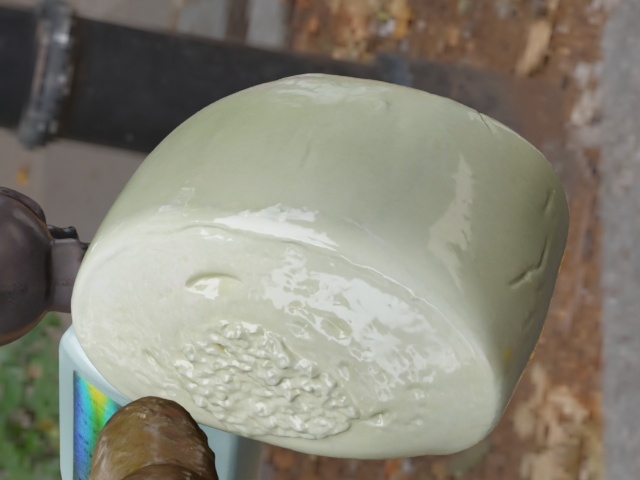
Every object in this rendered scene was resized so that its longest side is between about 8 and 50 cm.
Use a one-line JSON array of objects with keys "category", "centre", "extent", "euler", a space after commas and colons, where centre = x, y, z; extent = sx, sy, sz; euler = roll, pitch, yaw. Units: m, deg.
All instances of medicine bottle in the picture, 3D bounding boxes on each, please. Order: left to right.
[{"category": "medicine bottle", "centre": [-0.099, 0.134, 1.169], "extent": [0.083, 0.121, 0.229], "euler": [-55, -17, -39]}]

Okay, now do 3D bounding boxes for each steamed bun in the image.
[{"category": "steamed bun", "centre": [0.000, 0.000, 1.011], "extent": [0.200, 0.250, 0.155], "euler": [-61, -28, -46]}]

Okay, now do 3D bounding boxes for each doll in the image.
[{"category": "doll", "centre": [-0.287, 0.021, 1.320], "extent": [0.182, 0.257, 0.117], "euler": [-160, 67, -63]}]

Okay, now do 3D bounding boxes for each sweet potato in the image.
[{"category": "sweet potato", "centre": [-0.062, 0.115, 0.694], "extent": [0.059, 0.067, 0.281], "euler": [-48, 7, 4]}]
